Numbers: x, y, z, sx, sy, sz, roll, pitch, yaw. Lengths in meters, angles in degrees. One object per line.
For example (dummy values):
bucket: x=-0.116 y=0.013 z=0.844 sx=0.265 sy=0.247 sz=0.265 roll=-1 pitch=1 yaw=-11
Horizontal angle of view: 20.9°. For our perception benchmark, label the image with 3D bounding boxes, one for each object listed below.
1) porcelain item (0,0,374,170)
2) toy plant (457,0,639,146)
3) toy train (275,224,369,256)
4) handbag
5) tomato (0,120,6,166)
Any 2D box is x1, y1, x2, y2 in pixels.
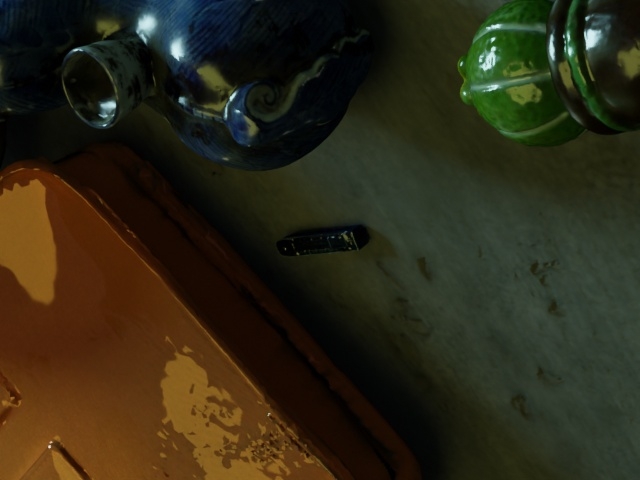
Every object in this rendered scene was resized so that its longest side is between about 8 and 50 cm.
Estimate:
porcelain item: x=-0.116 y=-0.133 z=1.150 sx=0.288 sy=0.186 sz=0.138 roll=23 pitch=133 yaw=27
toy plant: x=0.149 y=-0.104 z=1.000 sx=0.162 sy=0.093 sz=0.092 roll=-9 pitch=115 yaw=50
toy train: x=0.000 y=0.000 z=1.282 sx=0.083 sy=0.017 sz=0.017 roll=-6 pitch=115 yaw=45
handbag: x=-0.143 y=0.148 z=1.369 sx=0.410 sy=0.116 sz=0.303 roll=47 pitch=118 yaw=9
tomato: x=-0.387 y=-0.077 z=1.367 sx=0.239 sy=0.303 sz=0.303 roll=52 pitch=141 yaw=-1
